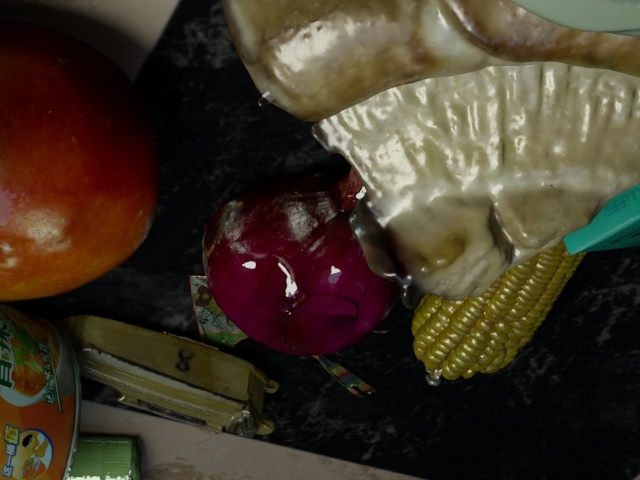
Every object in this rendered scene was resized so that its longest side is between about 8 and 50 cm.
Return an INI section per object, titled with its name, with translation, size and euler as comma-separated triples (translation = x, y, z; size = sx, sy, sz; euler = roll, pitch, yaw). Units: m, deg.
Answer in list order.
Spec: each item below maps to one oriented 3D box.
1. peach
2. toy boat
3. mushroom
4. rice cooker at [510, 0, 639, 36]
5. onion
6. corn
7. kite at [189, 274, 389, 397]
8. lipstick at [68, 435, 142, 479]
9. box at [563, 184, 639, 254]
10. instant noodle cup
[peach]
translation = -0.240, -0.055, 1.423
size = 0.243, 0.199, 0.243
euler = -3, 147, -2
[toy boat]
translation = -0.146, 0.125, 1.751
size = 0.226, 0.068, 0.088
euler = 18, 147, -16
[mushroom]
translation = 0.166, -0.165, 1.324
size = 0.397, 0.224, 0.314
euler = -25, 121, 17
[rice cooker]
translation = 0.195, -0.289, 1.045
size = 0.335, 0.325, 0.335
euler = -1, 141, -1
[onion]
translation = 0.001, 0.012, 1.564
size = 0.173, 0.135, 0.198
euler = 18, 135, -26
[corn]
translation = 0.169, 0.008, 1.591
size = 0.102, 0.102, 0.313
euler = 13, 139, -17
[kite]
translation = -0.027, 0.084, 1.752
size = 0.198, 0.006, 0.244
euler = -30, 132, 32
[lipstick]
translation = -0.325, 0.223, 1.866
size = 0.304, 0.076, 0.076
euler = 2, 141, -2
[box]
translation = 0.300, -0.045, 1.486
size = 0.161, 0.042, 0.226
euler = -31, 166, 33
[instant noodle cup]
translation = -0.352, 0.157, 1.637
size = 0.214, 0.296, 0.296
euler = 19, 138, -34
